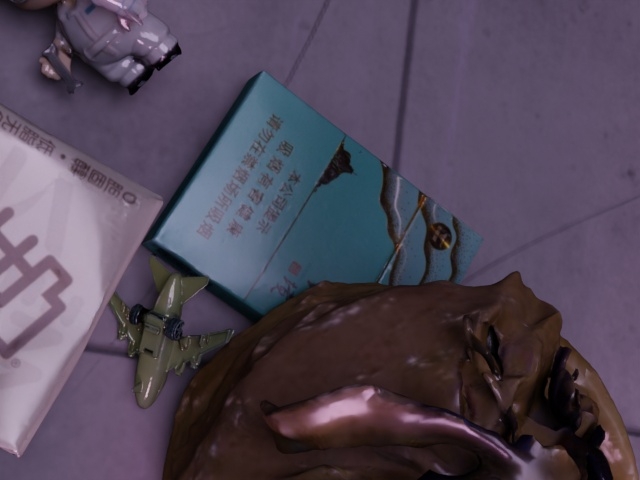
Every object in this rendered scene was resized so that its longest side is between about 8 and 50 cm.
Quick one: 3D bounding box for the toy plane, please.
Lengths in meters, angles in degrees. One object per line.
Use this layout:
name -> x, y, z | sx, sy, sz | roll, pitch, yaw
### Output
toy plane -> -0.115, 0.069, 0.842 | 0.102, 0.040, 0.111 | 20, 95, 22

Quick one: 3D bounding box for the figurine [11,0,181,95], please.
figurine -> -0.192, -0.200, 0.815 | 0.229, 0.137, 0.112 | 44, 37, -17

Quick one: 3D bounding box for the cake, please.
cake -> 0.071, 0.185, 0.741 | 0.333, 0.321, 0.332 | 0, 91, -14

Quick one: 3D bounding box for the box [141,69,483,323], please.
box -> 0.001, 0.000, 0.909 | 0.229, 0.041, 0.162 | 37, 71, -16

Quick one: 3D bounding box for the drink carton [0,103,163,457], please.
drink carton -> -0.292, -0.020, 0.738 | 0.325, 0.132, 0.194 | 32, 73, -18
